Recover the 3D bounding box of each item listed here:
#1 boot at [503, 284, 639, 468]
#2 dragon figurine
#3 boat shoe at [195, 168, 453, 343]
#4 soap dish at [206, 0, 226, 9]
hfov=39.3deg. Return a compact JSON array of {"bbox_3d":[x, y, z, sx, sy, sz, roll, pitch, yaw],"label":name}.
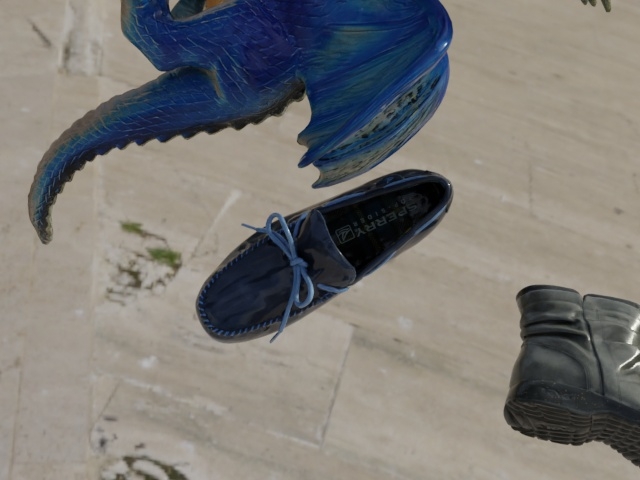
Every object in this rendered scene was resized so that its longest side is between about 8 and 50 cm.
[{"bbox_3d":[0.299,0.124,0.846,0.246,0.083,0.161,16,52,7],"label":"boot"},{"bbox_3d":[0.003,-0.074,0.361,0.144,0.289,0.085,43,1,6],"label":"dragon figurine"},{"bbox_3d":[0.000,0.000,0.799,0.258,0.089,0.109,-36,88,-9],"label":"boat shoe"},{"bbox_3d":[0.022,-0.285,0.792,0.118,0.229,0.291,39,60,22],"label":"soap dish"}]
